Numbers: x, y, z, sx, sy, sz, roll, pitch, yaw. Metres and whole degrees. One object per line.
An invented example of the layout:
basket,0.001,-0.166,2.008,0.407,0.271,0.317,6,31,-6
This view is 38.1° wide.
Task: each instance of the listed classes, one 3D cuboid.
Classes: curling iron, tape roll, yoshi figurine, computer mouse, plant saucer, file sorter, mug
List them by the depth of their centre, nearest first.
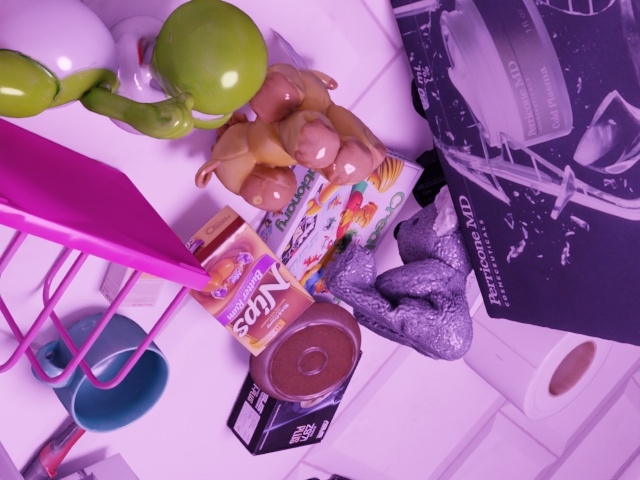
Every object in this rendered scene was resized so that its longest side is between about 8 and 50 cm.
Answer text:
yoshi figurine,-0.190,-0.180,0.841,0.362,0.203,0.203,3,113,-49
file sorter,-0.299,0.012,0.888,0.182,0.202,0.291,-53,142,10
mug,-0.265,0.144,1.111,0.129,0.097,0.157,-37,140,-14
curling iron,-0.343,0.290,1.208,0.274,0.035,0.068,-46,142,-4
plant saucer,-0.015,0.164,1.298,0.168,0.029,0.168,-11,122,-18
computer mouse,0.156,-0.140,1.337,0.071,0.041,0.242,-18,130,-10
tape roll,0.413,0.194,1.754,0.246,0.169,0.246,-26,137,-27

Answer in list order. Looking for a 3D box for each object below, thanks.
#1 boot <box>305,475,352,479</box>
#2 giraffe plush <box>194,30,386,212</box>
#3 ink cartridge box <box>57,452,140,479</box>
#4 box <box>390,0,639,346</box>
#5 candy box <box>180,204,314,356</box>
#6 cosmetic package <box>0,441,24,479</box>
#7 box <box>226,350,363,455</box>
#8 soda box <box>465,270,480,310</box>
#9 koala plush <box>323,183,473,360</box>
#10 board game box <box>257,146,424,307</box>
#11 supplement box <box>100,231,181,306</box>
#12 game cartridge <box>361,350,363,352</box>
boot,0.041,0.559,1.751,0.338,0.118,0.222,20,101,-55
giraffe plush,-0.055,-0.108,1.054,0.170,0.210,0.181,-44,144,20
ink cartridge box,-0.325,0.361,1.235,0.150,0.063,0.109,-18,147,-43
box,0.377,-0.149,1.049,0.297,0.472,0.480,-26,105,-24
candy box,-0.097,0.054,1.158,0.109,0.053,0.186,-44,137,-5
cosmetic package,-0.468,0.359,0.910,0.329,0.327,0.393,-20,134,-33
box,-0.040,0.227,1.415,0.147,0.077,0.180,1,120,-45
soda box,0.250,0.014,1.525,0.074,0.069,0.216,4,119,-47
koala plush,0.158,0.036,1.298,0.221,0.203,0.196,-59,151,-12
board game box,0.000,0.000,1.282,0.193,0.053,0.305,12,112,-49
supplement box,-0.216,0.031,1.112,0.062,0.036,0.098,5,118,-47
game cartridge,0.031,0.197,1.509,0.083,0.017,0.056,1,124,-45
